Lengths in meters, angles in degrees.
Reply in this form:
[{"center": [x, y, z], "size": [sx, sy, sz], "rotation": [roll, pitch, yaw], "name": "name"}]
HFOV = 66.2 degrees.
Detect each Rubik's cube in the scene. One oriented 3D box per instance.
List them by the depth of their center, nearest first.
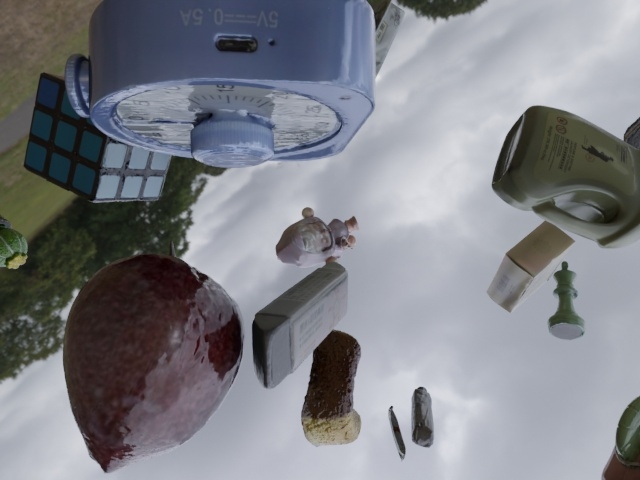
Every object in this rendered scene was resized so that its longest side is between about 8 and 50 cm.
[{"center": [-0.357, -0.165, 0.815], "size": [0.163, 0.162, 0.160], "rotation": [-15, 126, -67], "name": "Rubik's cube"}]

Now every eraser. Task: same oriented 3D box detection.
[{"center": [-0.020, 0.114, 0.761], "size": [0.061, 0.089, 0.352], "rotation": [6, -166, 21], "name": "eraser"}]

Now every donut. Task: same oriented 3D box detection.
[{"center": [0.029, 0.346, 1.095], "size": [0.113, 0.294, 0.151], "rotation": [-1, -173, 17], "name": "donut"}]

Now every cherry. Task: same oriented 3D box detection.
[{"center": [-0.215, 0.147, 0.647], "size": [0.203, 0.230, 0.300], "rotation": [-2, -118, 27], "name": "cherry"}]

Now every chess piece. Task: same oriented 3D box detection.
[{"center": [0.430, 0.096, 0.864], "size": [0.059, 0.059, 0.149], "rotation": [-22, -141, 42], "name": "chess piece"}]

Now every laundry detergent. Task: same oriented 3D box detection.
[{"center": [0.382, -0.079, 0.694], "size": [0.091, 0.254, 0.181], "rotation": [113, 3, -61], "name": "laundry detergent"}]

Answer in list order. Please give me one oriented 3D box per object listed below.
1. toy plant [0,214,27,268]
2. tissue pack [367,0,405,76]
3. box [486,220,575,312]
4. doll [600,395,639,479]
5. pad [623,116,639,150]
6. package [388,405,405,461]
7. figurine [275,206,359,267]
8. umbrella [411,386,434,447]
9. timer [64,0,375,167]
[{"center": [-0.730, -0.001, 1.104], "size": [0.093, 0.162, 0.093], "rotation": [-48, 172, -9], "name": "toy plant"}, {"center": [0.111, -0.536, 1.263], "size": [0.229, 0.159, 0.145], "rotation": [-66, -164, -17], "name": "tissue pack"}, {"center": [0.545, 0.074, 1.292], "size": [0.168, 0.212, 0.095], "rotation": [-36, -118, -19], "name": "box"}, {"center": [0.669, 0.462, 0.931], "size": [0.268, 0.284, 0.216], "rotation": [-52, -172, -23], "name": "doll"}, {"center": [0.709, -0.150, 0.819], "size": [0.375, 0.315, 0.063], "rotation": [-39, -178, -19], "name": "pad"}, {"center": [0.163, 0.412, 1.051], "size": [0.015, 0.037, 0.110], "rotation": [-8, -124, -10], "name": "package"}, {"center": [-0.001, 0.000, 1.419], "size": [0.276, 0.200, 0.133], "rotation": [-12, 161, -39], "name": "figurine"}, {"center": [0.334, 0.568, 1.617], "size": [0.337, 0.073, 0.067], "rotation": [-38, 151, -77], "name": "umbrella"}, {"center": [-0.129, -0.189, 0.651], "size": [0.395, 0.173, 0.395], "rotation": [-1, 178, 0], "name": "timer"}]
